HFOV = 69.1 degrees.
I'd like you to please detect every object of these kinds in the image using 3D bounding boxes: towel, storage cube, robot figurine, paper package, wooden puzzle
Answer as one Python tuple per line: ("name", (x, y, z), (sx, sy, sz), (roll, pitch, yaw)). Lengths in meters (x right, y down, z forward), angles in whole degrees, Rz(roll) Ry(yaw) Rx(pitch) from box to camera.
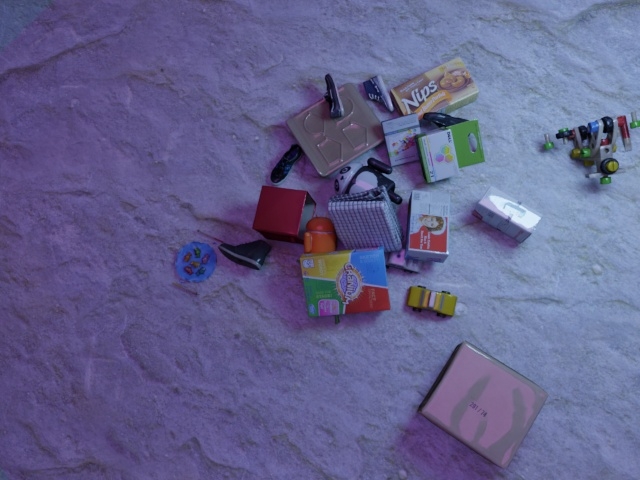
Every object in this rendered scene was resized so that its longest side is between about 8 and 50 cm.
("towel", (0.172, -0.073, 1.763), (0.235, 0.283, 0.121), (-3, 48, 26))
("storage cube", (-0.143, -0.102, 1.895), (0.193, 0.183, 0.214), (8, 80, 13))
("robot figurine", (0.001, 0.000, 1.860), (0.158, 0.128, 0.219), (1, 100, -13))
("paper package", (0.559, 0.563, 1.628), (0.325, 0.168, 0.309), (32, 85, 16))
("wooden puzzle", (0.072, -0.470, 1.998), (0.348, 0.080, 0.322), (-31, 74, -3))
("robot figurine", (0.187, -0.199, 1.860), (0.278, 0.173, 0.209), (33, 59, 15))

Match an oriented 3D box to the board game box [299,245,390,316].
("board game box", (0.096, 0.157, 1.770), (0.317, 0.064, 0.242), (-7, 102, 9))

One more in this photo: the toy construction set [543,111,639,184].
("toy construction set", (1.066, -0.336, 1.745), (0.309, 0.257, 0.237), (-15, 93, -16))

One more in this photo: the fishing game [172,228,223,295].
("fishing game", (-0.540, 0.088, 1.998), (0.189, 0.041, 0.264), (25, 83, 12))

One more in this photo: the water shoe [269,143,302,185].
("water shoe", (-0.158, -0.333, 2.002), (0.073, 0.080, 0.203), (34, 85, 16))

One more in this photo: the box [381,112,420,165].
("box", (0.339, -0.413, 1.904), (0.145, 0.038, 0.186), (-13, 112, 7))

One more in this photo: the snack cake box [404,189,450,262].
("snack cake box", (0.415, -0.055, 1.796), (0.152, 0.089, 0.264), (8, 65, 3))

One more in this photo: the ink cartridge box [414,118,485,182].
("ink cartridge box", (0.521, -0.357, 1.837), (0.255, 0.097, 0.188), (-15, 108, 7))

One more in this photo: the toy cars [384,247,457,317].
("toy cars", (0.366, 0.147, 1.797), (0.176, 0.087, 0.393), (-36, 74, 0))

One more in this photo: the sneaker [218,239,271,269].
("sneaker", (-0.317, 0.039, 1.959), (0.222, 0.083, 0.118), (21, 63, 21))

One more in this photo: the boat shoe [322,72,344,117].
("boat shoe", (0.043, -0.611, 1.961), (0.065, 0.075, 0.206), (-16, 78, -2))

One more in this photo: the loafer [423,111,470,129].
("loafer", (0.517, -0.468, 1.883), (0.223, 0.076, 0.078), (10, 109, -15))

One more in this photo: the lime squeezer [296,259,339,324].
("lime squeezer", (0.025, 0.177, 1.878), (0.110, 0.059, 0.310), (-42, 73, 30))

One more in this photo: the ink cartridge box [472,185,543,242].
("ink cartridge box", (0.702, -0.096, 1.754), (0.218, 0.158, 0.092), (35, 85, 15))

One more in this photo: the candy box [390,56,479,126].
("candy box", (0.474, -0.610, 1.947), (0.317, 0.087, 0.182), (-25, 76, 5))

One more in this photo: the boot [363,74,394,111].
("boot", (0.250, -0.623, 2.008), (0.086, 0.069, 0.190), (-22, 66, 12))
